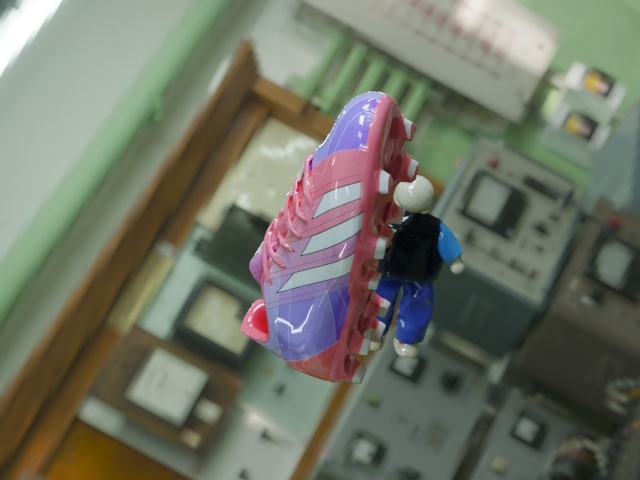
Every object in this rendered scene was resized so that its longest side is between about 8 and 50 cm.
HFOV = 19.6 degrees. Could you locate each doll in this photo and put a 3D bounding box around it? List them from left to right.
[{"bbox_3d":[0.078,0.023,1.836,0.046,0.129,0.189,-74,-5,-63],"label":"doll"}]

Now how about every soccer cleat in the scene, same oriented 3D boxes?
[{"bbox_3d":[0.000,0.000,1.144,0.248,0.095,0.083,96,-166,-51],"label":"soccer cleat"}]
